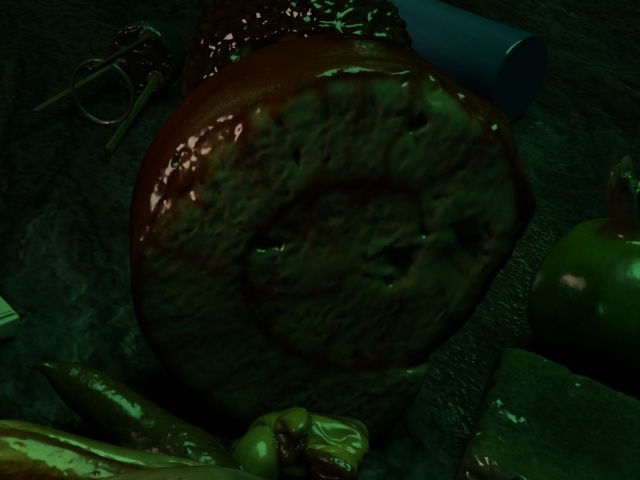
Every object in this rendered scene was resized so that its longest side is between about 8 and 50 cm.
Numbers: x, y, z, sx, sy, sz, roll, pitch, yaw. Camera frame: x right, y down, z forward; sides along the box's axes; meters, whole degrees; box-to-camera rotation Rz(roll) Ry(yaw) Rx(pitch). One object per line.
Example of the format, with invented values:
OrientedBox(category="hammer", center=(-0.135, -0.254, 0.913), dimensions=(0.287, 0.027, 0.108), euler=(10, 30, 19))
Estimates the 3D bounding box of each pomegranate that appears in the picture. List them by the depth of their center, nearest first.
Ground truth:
OrientedBox(category="pomegranate", center=(0.297, 0.032, 1.137), dimensions=(0.186, 0.225, 0.187), euler=(0, 25, 0))

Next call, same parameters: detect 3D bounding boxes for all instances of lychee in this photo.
OrientedBox(category="lychee", center=(-0.017, -0.184, 1.355), dimensions=(0.267, 0.268, 0.267), euler=(11, 30, -7))

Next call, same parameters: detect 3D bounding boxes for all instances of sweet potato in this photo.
OrientedBox(category="sweet potato", center=(-0.109, 0.166, 0.885), dimensions=(0.273, 0.067, 0.067), euler=(33, 34, 17))

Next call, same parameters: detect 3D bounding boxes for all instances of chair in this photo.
OrientedBox(category="chair", center=(-0.247, -0.192, 1.408), dimensions=(0.095, 0.104, 0.221), euler=(6, 29, 19))

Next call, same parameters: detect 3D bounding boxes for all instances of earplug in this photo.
OrientedBox(category="earplug", center=(0.184, -0.284, 1.725), dimensions=(0.273, 0.133, 0.132), euler=(32, 34, 34))

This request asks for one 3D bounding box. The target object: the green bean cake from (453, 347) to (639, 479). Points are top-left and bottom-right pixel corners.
OrientedBox(category="green bean cake", center=(0.208, 0.190, 0.959), dimensions=(0.184, 0.094, 0.183), euler=(20, 30, 8))

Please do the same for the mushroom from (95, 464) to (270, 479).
OrientedBox(category="mushroom", center=(-0.076, 0.234, 0.625), dimensions=(0.254, 0.255, 0.184), euler=(11, 1, -7))

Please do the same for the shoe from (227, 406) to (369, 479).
OrientedBox(category="shoe", center=(-0.017, 0.164, 0.923), dimensions=(0.109, 0.072, 0.069), euler=(14, 25, -3))

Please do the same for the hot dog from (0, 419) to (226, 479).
OrientedBox(category="hot dog", center=(-0.094, 0.212, 0.772), dimensions=(0.337, 0.135, 0.100), euler=(14, -15, -5))

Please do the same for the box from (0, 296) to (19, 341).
OrientedBox(category="box", center=(-0.363, 0.038, 1.023), dimensions=(0.198, 0.029, 0.109), euler=(34, 35, 31))

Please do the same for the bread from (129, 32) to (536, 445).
OrientedBox(category="bread", center=(-0.001, -0.004, 0.946), dimensions=(0.295, 0.328, 0.114), euler=(27, 19, -21))
